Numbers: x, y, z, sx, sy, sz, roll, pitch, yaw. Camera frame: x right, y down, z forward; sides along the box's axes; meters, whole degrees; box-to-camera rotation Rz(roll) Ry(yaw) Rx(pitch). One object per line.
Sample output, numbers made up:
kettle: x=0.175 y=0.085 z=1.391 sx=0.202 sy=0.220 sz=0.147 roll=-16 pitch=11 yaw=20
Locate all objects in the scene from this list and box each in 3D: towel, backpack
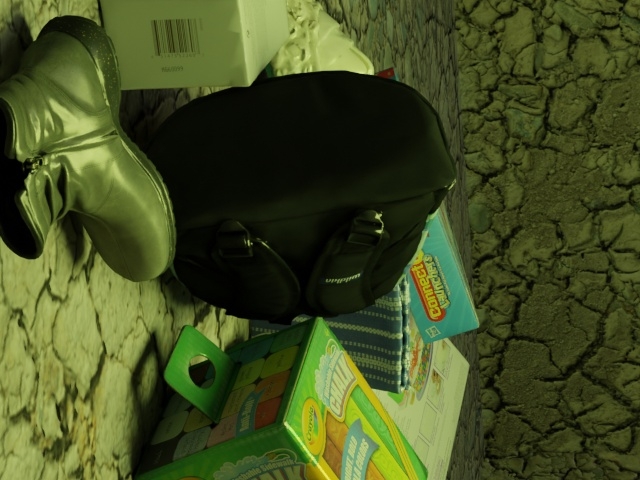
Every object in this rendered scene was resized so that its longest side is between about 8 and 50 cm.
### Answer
towel: x=0.000 y=0.000 z=1.583 sx=0.040 sy=0.243 sz=0.336 roll=-12 pitch=104 yaw=-48
backpack: x=-0.026 y=-0.033 z=1.358 sx=0.355 sy=0.290 sz=0.273 roll=81 pitch=0 yaw=-60

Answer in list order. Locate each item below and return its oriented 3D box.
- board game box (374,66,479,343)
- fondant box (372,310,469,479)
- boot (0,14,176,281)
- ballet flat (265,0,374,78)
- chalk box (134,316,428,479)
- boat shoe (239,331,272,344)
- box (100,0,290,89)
board game box: x=0.129 y=-0.057 z=2.021 sx=0.308 sy=0.086 sz=0.302 roll=-95 pitch=164 yaw=-62
fondant box: x=0.116 y=0.236 z=2.140 sx=0.330 sy=0.096 sz=0.238 roll=49 pitch=49 yaw=-53
boot: x=-0.197 y=-0.035 z=1.053 sx=0.161 sy=0.083 sz=0.246 roll=-64 pitch=147 yaw=-48
ballet flat: x=0.014 y=-0.150 z=1.680 sx=0.147 sy=0.147 sz=0.409 roll=-14 pitch=93 yaw=-77
chalk box: x=-0.046 y=0.205 z=1.347 sx=0.289 sy=0.179 sz=0.180 roll=56 pitch=27 yaw=-23
boat shoe: x=-0.052 y=0.235 z=1.619 sx=0.084 sy=0.095 sz=0.258 roll=-37 pitch=127 yaw=-69
box: x=-0.111 y=-0.207 z=1.274 sx=0.170 sy=0.130 sz=0.091 roll=-62 pitch=149 yaw=-64
